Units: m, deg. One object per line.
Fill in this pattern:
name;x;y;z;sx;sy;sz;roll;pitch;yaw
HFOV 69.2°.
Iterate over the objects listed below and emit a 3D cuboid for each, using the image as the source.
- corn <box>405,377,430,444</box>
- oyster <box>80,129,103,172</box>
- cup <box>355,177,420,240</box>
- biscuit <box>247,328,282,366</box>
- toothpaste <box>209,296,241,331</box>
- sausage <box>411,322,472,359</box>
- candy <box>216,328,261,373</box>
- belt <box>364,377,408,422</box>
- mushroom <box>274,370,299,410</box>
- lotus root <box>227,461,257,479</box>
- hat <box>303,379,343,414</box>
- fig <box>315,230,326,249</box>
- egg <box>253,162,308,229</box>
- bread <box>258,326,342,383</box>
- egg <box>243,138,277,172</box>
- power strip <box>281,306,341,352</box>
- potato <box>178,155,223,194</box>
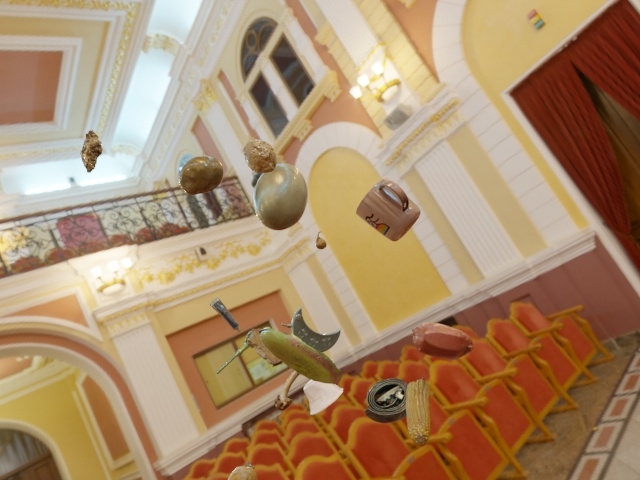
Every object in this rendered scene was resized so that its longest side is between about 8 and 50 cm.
corn;0.384;0.667;1.827;0.102;0.102;0.313;-34;10;23
oyster;-0.796;-0.297;1.617;0.053;0.165;0.108;11;-26;-12
cup;0.283;-0.130;1.841;0.191;0.200;0.252;-41;-16;-25
biscuit;-0.232;0.468;2.018;0.176;0.228;0.031;9;-66;-11
toothpaste;-0.440;0.355;2.180;0.057;0.197;0.035;-44;9;-36
sausage;0.491;0.413;1.908;0.255;0.148;0.148;18;-27;-12
candy;-0.385;0.537;2.224;0.305;0.083;0.091;-43;-22;6
belt;0.352;0.841;2.420;0.268;0.206;0.116;-21;-49;-8
mushroom;-0.112;0.554;1.754;0.061;0.060;0.187;10;70;60
lotus root;-0.359;1.111;2.150;0.118;0.125;0.221;-38;2;28
hat;-0.004;0.712;2.187;0.203;0.126;0.203;-38;-4;-3
fig;0.000;0.000;2.055;0.050;0.083;0.050;-8;-14;-2
egg;-0.189;-0.211;2.222;0.259;0.352;0.258;8;-33;6
bread;-0.071;0.370;1.474;0.045;0.301;0.301;-58;4;-28
egg;-0.219;-0.306;1.703;0.116;0.140;0.118;-47;1;4
power strip;-0.040;0.335;1.704;0.137;0.216;0.044;-64;7;-17
potato;-0.596;-0.323;2.313;0.235;0.177;0.160;-38;-17;3
